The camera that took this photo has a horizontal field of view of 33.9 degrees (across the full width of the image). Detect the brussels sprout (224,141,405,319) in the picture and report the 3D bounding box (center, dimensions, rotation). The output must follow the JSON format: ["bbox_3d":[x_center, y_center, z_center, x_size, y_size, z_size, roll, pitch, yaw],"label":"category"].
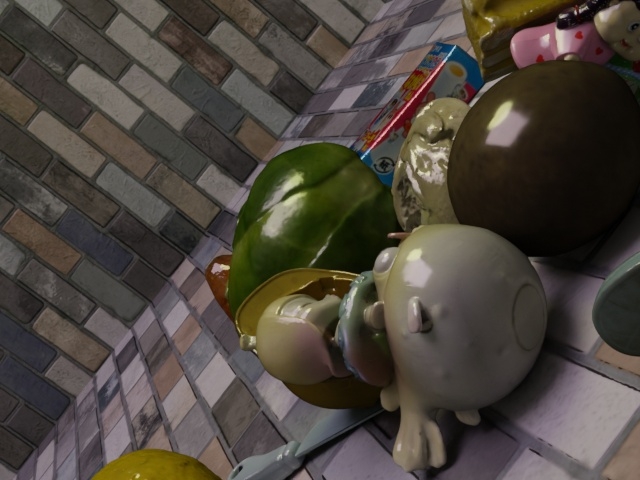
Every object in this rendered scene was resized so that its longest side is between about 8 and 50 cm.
[{"bbox_3d":[0.000,0.000,1.702,0.371,0.276,0.315,-83,19,-59],"label":"brussels sprout"}]

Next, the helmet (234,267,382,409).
[{"bbox_3d":[0.017,0.156,1.440,0.257,0.140,0.205,18,47,37],"label":"helmet"}]

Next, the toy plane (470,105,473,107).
[{"bbox_3d":[0.299,-0.186,1.550,0.254,0.105,0.271,-58,14,-26],"label":"toy plane"}]

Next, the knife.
[{"bbox_3d":[-0.011,0.284,1.497,0.331,0.044,0.080,-36,12,29],"label":"knife"}]

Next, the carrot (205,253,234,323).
[{"bbox_3d":[-0.100,0.100,1.859,0.159,0.225,0.159,-49,8,10],"label":"carrot"}]

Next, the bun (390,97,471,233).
[{"bbox_3d":[0.168,-0.094,1.550,0.210,0.116,0.237,110,162,-53],"label":"bun"}]

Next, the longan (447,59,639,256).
[{"bbox_3d":[0.266,-0.097,1.222,0.246,0.215,0.246,-23,26,12],"label":"longan"}]

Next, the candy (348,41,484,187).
[{"bbox_3d":[0.186,-0.247,2.075,0.306,0.100,0.157,-49,13,5],"label":"candy"}]

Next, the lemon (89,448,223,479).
[{"bbox_3d":[-0.233,0.420,1.386,0.253,0.253,0.310,-35,22,49],"label":"lemon"}]

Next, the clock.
[{"bbox_3d":[0.367,-0.243,1.309,0.195,0.194,0.100,-31,48,37],"label":"clock"}]

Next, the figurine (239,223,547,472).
[{"bbox_3d":[0.067,0.127,1.210,0.394,0.226,0.274,-8,79,38],"label":"figurine"}]

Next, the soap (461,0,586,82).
[{"bbox_3d":[0.348,-0.333,1.409,0.315,0.091,0.199,-22,-13,7],"label":"soap"}]

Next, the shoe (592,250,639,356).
[{"bbox_3d":[0.349,0.005,0.930,0.251,0.103,0.100,-38,20,28],"label":"shoe"}]
